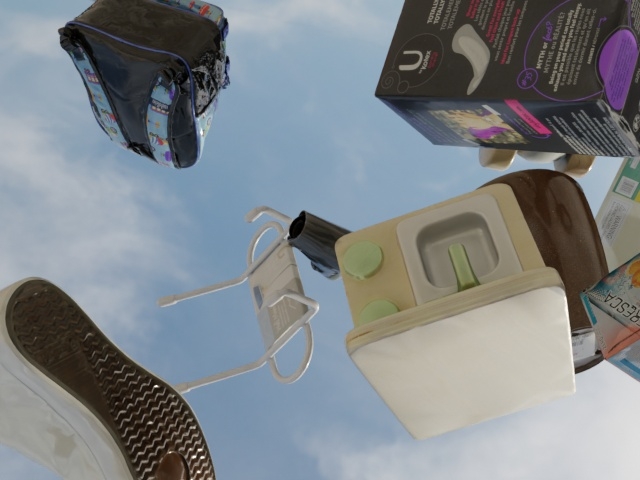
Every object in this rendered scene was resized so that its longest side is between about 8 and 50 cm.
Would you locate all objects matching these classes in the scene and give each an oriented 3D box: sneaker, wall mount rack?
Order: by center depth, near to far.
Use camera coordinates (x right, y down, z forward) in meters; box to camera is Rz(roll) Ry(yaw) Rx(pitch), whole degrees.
[{"bbox_3d":[-0.199,0.155,0.649,0.123,0.290,0.106,-19,-153,27],"label":"sneaker"},{"bbox_3d":[0.000,0.000,1.160,0.118,0.083,0.222,28,170,-12],"label":"sneaker"},{"bbox_3d":[-0.146,0.114,1.344,0.130,0.304,0.350,24,-147,-36],"label":"wall mount rack"}]

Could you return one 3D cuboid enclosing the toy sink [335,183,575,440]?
[{"bbox_3d":[0.107,0.052,0.619,0.152,0.234,0.131,-20,-123,10],"label":"toy sink"}]

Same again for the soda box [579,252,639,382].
[{"bbox_3d":[0.263,0.081,0.527,0.183,0.058,0.063,32,-146,-26],"label":"soda box"}]

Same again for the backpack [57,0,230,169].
[{"bbox_3d":[-0.174,-0.167,0.814,0.158,0.173,0.117,20,-125,14],"label":"backpack"}]

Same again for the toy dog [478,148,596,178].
[{"bbox_3d":[0.344,-0.220,1.048,0.220,0.333,0.161,18,-122,-24],"label":"toy dog"}]

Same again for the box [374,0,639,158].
[{"bbox_3d":[0.221,-0.197,0.835,0.270,0.165,0.143,12,170,42],"label":"box"}]

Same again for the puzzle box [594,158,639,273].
[{"bbox_3d":[0.642,-0.017,1.379,0.272,0.409,0.052,27,-139,18],"label":"puzzle box"}]

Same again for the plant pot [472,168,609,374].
[{"bbox_3d":[0.299,0.059,1.027,0.215,0.215,0.230,2,-135,-15],"label":"plant pot"}]
